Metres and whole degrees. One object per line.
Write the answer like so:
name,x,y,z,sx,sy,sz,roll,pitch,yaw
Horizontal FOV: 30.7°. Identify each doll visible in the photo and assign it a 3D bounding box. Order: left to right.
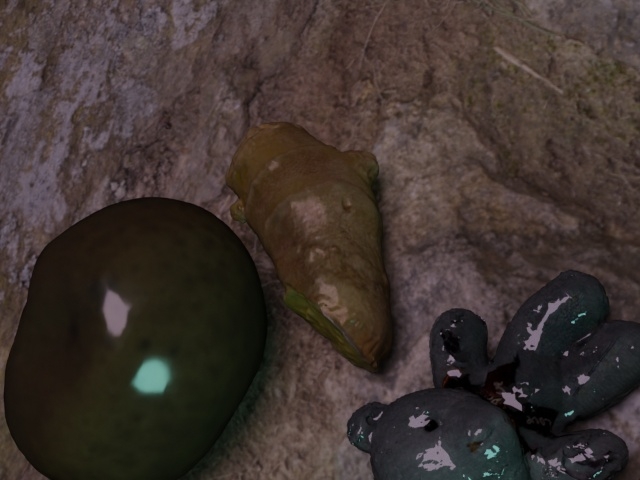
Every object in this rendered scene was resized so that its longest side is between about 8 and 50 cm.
doll,0.189,0.167,1.186,0.340,0.158,0.246,-40,69,0

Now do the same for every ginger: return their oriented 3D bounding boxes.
ginger,0.000,0.000,1.372,0.189,0.126,0.354,-20,63,3

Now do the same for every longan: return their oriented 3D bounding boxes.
longan,-0.212,0.120,1.331,0.288,0.288,0.350,22,89,30

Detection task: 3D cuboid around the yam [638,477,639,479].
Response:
yam,0.315,0.358,1.069,0.133,0.133,0.330,2,63,25
